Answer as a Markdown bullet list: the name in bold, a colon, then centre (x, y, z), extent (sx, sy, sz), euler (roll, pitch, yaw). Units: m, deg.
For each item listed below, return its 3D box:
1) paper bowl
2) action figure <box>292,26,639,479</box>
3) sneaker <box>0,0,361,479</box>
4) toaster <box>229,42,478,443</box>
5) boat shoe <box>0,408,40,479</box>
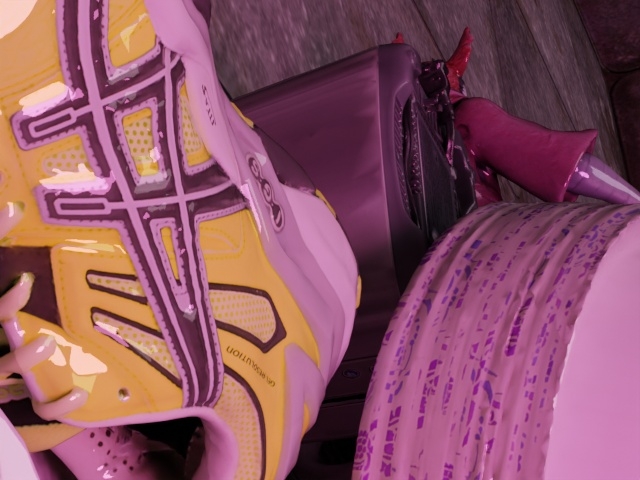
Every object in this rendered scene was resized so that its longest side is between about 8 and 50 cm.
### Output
- **paper bowl**: centre (0.138, 0.124, 0.820), extent (0.284, 0.148, 0.284), euler (-3, 94, -60)
- **action figure**: centre (0.059, 0.019, 1.140), extent (0.276, 0.248, 0.370), euler (18, 53, -40)
- **sneaker**: centre (-0.097, -0.016, 0.620), extent (0.384, 0.145, 0.147), euler (49, 41, -43)
- **toaster**: centre (0.000, 0.000, 0.922), extent (0.129, 0.146, 0.227), euler (57, 23, -48)
- **boat shoe**: centre (-0.155, 0.008, 0.452), extent (0.091, 0.114, 0.302), euler (-25, 85, -36)
